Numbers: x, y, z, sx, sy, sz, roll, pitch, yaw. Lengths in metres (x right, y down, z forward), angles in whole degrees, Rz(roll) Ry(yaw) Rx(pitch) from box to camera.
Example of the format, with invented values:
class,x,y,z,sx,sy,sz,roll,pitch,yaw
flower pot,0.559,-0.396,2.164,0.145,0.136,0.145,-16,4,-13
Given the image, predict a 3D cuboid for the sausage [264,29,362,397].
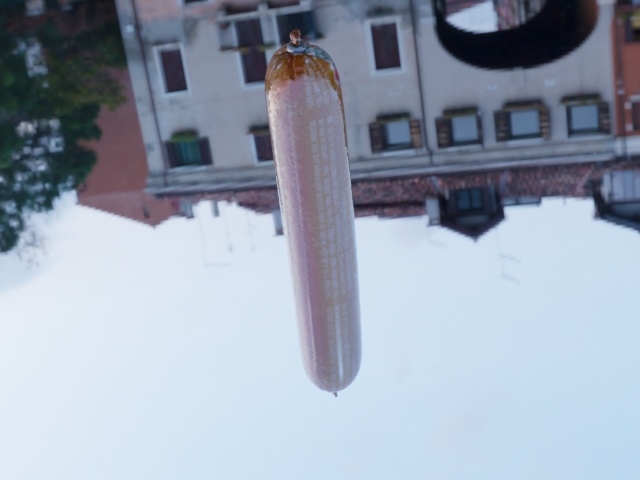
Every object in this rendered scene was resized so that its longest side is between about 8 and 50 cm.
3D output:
class,x,y,z,sx,sy,sz,roll,pitch,yaw
sausage,0.000,0.000,0.700,0.053,0.347,0.053,-3,-138,3
